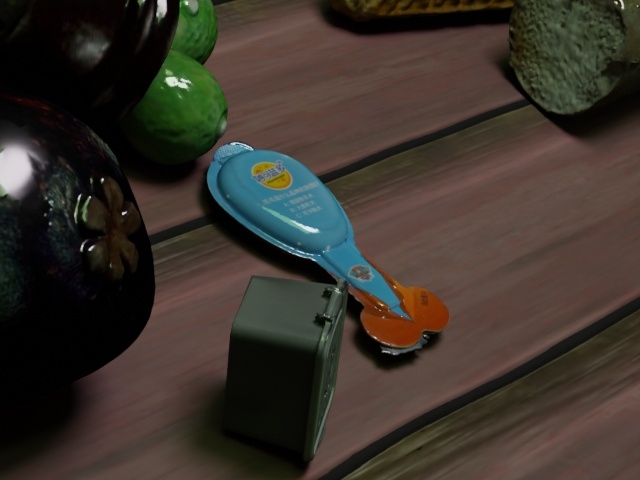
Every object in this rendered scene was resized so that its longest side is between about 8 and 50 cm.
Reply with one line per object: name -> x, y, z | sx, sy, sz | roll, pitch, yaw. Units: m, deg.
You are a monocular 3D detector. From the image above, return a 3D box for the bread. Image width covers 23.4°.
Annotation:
bread -> 0.164, -0.273, 1.611 | 0.368, 0.077, 0.084 | -8, 9, -34

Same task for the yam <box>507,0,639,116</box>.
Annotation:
yam -> 0.315, -0.230, 1.567 | 0.161, 0.161, 0.268 | 40, 43, 23

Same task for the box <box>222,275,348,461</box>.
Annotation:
box -> -0.025, 0.083, 1.063 | 0.069, 0.122, 0.084 | 12, 35, 7

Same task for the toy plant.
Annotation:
toy plant -> -0.169, -0.167, 1.273 | 0.235, 0.175, 0.218 | 26, 34, -43

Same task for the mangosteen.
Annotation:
mangosteen -> -0.233, 0.005, 0.996 | 0.243, 0.243, 0.243 | 13, 38, -11

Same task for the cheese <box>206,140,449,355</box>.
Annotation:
cheese -> 0.000, 0.000, 1.241 | 0.106, 0.037, 0.256 | -22, 56, -41
